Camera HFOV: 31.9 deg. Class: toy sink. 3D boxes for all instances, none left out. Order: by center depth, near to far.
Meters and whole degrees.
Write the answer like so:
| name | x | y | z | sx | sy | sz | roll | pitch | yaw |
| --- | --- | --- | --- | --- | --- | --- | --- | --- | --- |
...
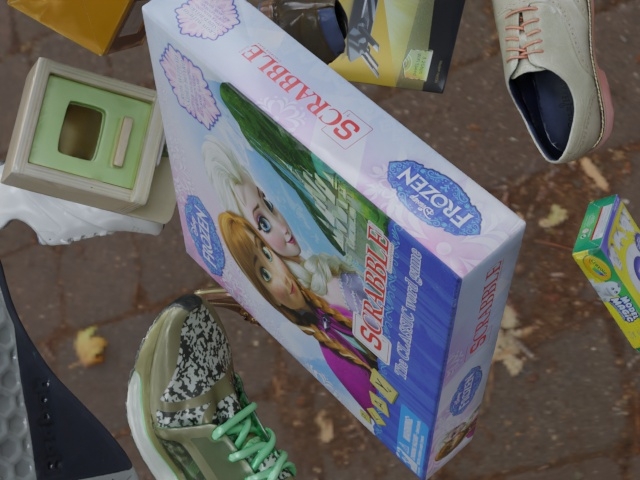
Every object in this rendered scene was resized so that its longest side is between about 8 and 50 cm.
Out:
| name | x | y | z | sx | sy | sz | roll | pitch | yaw |
| --- | --- | --- | --- | --- | --- | --- | --- | --- | --- |
| toy sink | -0.274 | -0.123 | 1.451 | 0.131 | 0.234 | 0.152 | -11 | 65 | 67 |

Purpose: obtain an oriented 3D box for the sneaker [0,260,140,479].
| name | x | y | z | sx | sy | sz | roll | pitch | yaw |
| --- | --- | --- | --- | --- | --- | --- | --- | --- | --- |
| sneaker | -0.199 | 0.061 | 0.515 | 0.163 | 0.086 | 0.226 | -11 | 113 | 42 |

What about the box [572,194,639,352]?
| name | x | y | z | sx | sy | sz | roll | pitch | yaw |
| --- | --- | --- | --- | --- | --- | --- | --- | --- | --- |
| box | 0.369 | 0.046 | 1.336 | 0.043 | 0.179 | 0.105 | -17 | 30 | 38 |

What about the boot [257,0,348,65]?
| name | x | y | z | sx | sy | sz | roll | pitch | yaw |
| --- | --- | --- | --- | --- | --- | --- | --- | --- | --- |
| boot | 0.002 | -0.252 | 1.541 | 0.106 | 0.219 | 0.082 | -7 | 58 | 21 |

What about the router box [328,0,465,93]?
| name | x | y | z | sx | sy | sz | roll | pitch | yaw |
| --- | --- | --- | --- | --- | --- | --- | --- | --- | --- |
| router box | 0.099 | -0.394 | 1.710 | 0.081 | 0.243 | 0.308 | -108 | 26 | -63 |

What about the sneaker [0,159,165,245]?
| name | x | y | z | sx | sy | sz | roll | pitch | yaw |
| --- | --- | --- | --- | --- | --- | --- | --- | --- | --- |
| sneaker | -0.410 | -0.046 | 1.879 | 0.111 | 0.297 | 0.129 | -177 | 100 | -78 |

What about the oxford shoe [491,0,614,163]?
| name | x | y | z | sx | sy | sz | roll | pitch | yaw |
| --- | --- | --- | --- | --- | --- | --- | --- | --- | --- |
| oxford shoe | 0.325 | -0.303 | 1.644 | 0.140 | 0.146 | 0.397 | -17 | 99 | 37 |

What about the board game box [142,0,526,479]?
| name | x | y | z | sx | sy | sz | roll | pitch | yaw |
| --- | --- | --- | --- | --- | --- | --- | --- | --- | --- |
| board game box | 0.000 | 0.000 | 0.871 | 0.066 | 0.318 | 0.318 | -37 | 62 | -23 |

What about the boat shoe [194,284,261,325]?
| name | x | y | z | sx | sy | sz | roll | pitch | yaw |
| --- | --- | --- | --- | --- | --- | --- | --- | --- | --- |
| boat shoe | -0.091 | 0.092 | 1.591 | 0.178 | 0.064 | 0.060 | 2 | 89 | -7 |

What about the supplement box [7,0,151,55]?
| name | x | y | z | sx | sy | sz | roll | pitch | yaw |
| --- | --- | --- | --- | --- | --- | --- | --- | --- | --- |
| supplement box | -0.256 | -0.347 | 1.377 | 0.129 | 0.194 | 0.191 | 29 | 105 | -2 |

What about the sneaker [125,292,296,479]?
| name | x | y | z | sx | sy | sz | roll | pitch | yaw |
| --- | --- | --- | --- | --- | --- | --- | --- | --- | --- |
| sneaker | -0.075 | 0.248 | 1.201 | 0.182 | 0.158 | 0.410 | -1 | 109 | 31 |
